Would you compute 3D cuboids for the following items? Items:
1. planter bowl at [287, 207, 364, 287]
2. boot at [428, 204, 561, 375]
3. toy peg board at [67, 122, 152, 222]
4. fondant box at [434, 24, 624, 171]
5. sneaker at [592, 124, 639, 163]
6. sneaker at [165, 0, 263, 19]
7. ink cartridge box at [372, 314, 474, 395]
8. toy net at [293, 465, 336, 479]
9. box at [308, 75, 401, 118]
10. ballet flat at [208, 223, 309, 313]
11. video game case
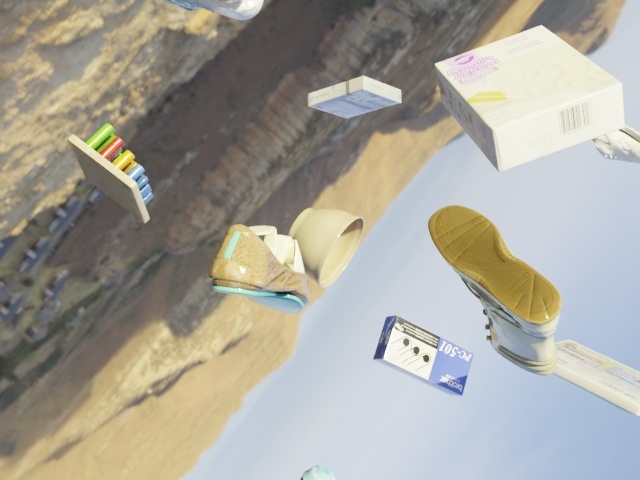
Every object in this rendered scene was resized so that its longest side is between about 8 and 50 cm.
[{"bbox_3d":[0.000,0.000,1.536,0.162,0.109,0.162,-51,159,-27],"label":"planter bowl"},{"bbox_3d":[0.219,0.064,0.957,0.077,0.213,0.165,-35,142,-8],"label":"boot"},{"bbox_3d":[-0.381,-0.137,1.449,0.079,0.161,0.161,-50,168,-19],"label":"toy peg board"},{"bbox_3d":[0.383,-0.280,1.440,0.238,0.096,0.330,-20,-146,0],"label":"fondant box"},{"bbox_3d":[0.759,-0.232,1.881,0.090,0.235,0.094,0,124,-53],"label":"sneaker"},{"bbox_3d":[-0.246,-0.524,1.527,0.135,0.366,0.150,-47,157,-13],"label":"sneaker"},{"bbox_3d":[0.216,0.241,1.571,0.046,0.207,0.097,-19,-132,61],"label":"ink cartridge box"},{"bbox_3d":[-0.008,0.457,1.292,0.045,0.122,0.232,-63,163,17],"label":"toy net"},{"bbox_3d":[0.085,-0.355,1.893,0.186,0.145,0.038,-9,-102,44],"label":"box"},{"bbox_3d":[-0.086,0.042,1.221,0.342,0.116,0.124,36,62,-71],"label":"ballet flat"},{"bbox_3d":[0.488,0.234,1.323,0.193,0.212,0.023,1,109,-49],"label":"video game case"}]
